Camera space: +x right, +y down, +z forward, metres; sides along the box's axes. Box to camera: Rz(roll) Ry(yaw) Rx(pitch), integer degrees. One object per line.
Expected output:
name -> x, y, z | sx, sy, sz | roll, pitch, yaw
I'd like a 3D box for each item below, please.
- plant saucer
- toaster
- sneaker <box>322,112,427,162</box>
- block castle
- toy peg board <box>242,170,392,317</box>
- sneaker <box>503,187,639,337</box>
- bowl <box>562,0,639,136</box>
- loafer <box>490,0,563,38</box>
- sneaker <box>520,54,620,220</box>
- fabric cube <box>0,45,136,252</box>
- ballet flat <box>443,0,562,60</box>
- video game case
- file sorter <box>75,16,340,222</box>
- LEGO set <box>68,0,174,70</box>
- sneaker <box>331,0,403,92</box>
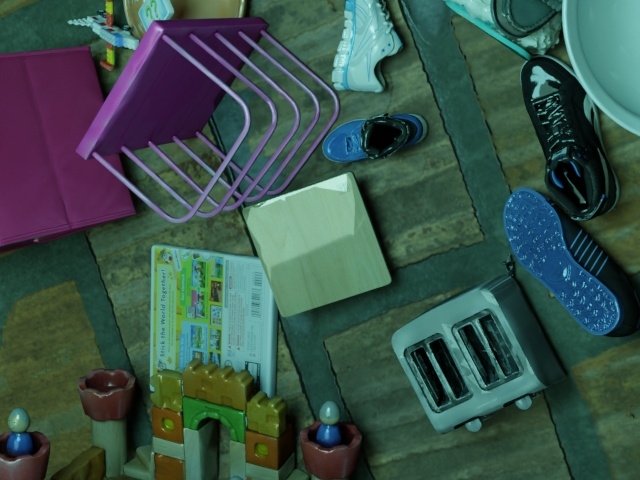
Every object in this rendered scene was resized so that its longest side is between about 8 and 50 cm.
plant saucer -> -0.187, -0.344, 1.779 | 0.200, 0.037, 0.200 | 5, 101, 25
toaster -> 0.202, 0.141, 1.628 | 0.168, 0.110, 0.185 | -29, 85, 26
sneaker -> 0.059, -0.135, 1.667 | 0.152, 0.084, 0.058 | -8, 95, 27
block castle -> -0.192, 0.311, 1.721 | 0.453, 0.303, 0.212 | 10, 112, 23
toy peg board -> 0.000, 0.000, 1.726 | 0.161, 0.079, 0.161 | -19, 98, 11
sneaker -> 0.318, 0.031, 1.579 | 0.081, 0.090, 0.232 | -47, 56, 25
bowl -> 0.411, -0.257, 1.425 | 0.298, 0.134, 0.297 | 0, 97, 2
loafer -> 0.289, -0.356, 1.456 | 0.096, 0.084, 0.267 | 34, 82, -18
sneaker -> 0.298, -0.128, 1.532 | 0.079, 0.121, 0.216 | -27, 86, 26
fabric cube -> -0.465, -0.115, 1.804 | 0.254, 0.259, 0.258 | -13, 93, 41
ballet flat -> 0.126, -0.366, 1.533 | 0.409, 0.147, 0.147 | 27, 111, -7
video game case -> -0.158, 0.127, 1.848 | 0.206, 0.026, 0.227 | 7, 102, 25
file sorter -> -0.130, -0.155, 1.643 | 0.182, 0.291, 0.202 | 41, 113, 12
LEGO set -> -0.274, -0.277, 1.773 | 0.244, 0.060, 0.182 | -40, 71, 55
sneaker -> 0.073, -0.284, 1.653 | 0.083, 0.071, 0.190 | 15, 113, 17
